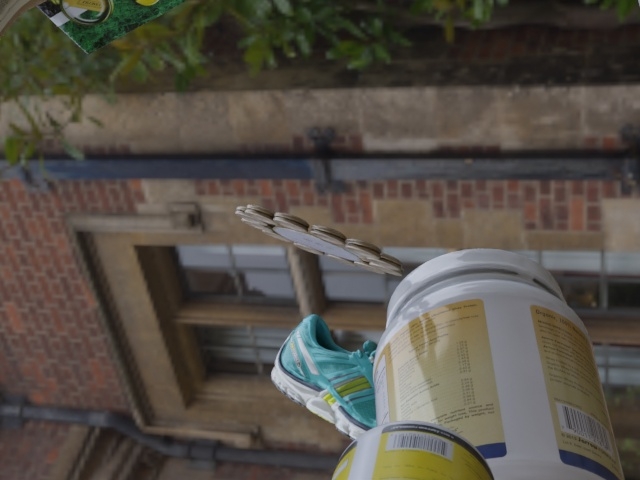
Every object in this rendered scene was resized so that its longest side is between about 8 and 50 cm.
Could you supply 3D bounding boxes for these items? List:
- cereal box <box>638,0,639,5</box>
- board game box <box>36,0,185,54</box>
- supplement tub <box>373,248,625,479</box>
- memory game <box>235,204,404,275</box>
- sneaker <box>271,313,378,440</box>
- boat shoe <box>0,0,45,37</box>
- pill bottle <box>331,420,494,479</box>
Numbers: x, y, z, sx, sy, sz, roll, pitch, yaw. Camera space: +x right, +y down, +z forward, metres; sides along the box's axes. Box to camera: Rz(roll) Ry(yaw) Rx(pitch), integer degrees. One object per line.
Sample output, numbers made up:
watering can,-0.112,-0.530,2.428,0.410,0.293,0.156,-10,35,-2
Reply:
cereal box,0.210,-0.156,0.472,0.047,0.173,0.240,-93,-19,-62
board game box,-0.161,-0.279,1.077,0.136,0.259,0.030,42,-149,-47
supplement tub,0.167,0.182,1.113,0.316,0.228,0.228,-90,-12,-49
memory game,0.000,0.000,1.167,0.012,0.186,0.186,-71,-21,-7
sneaker,0.058,0.176,1.329,0.107,0.275,0.110,22,-85,-58
boat shoe,-0.267,-0.186,0.819,0.285,0.103,0.092,-44,-44,-12
pill bottle,0.044,0.186,0.625,0.184,0.103,0.103,-65,-28,-66
